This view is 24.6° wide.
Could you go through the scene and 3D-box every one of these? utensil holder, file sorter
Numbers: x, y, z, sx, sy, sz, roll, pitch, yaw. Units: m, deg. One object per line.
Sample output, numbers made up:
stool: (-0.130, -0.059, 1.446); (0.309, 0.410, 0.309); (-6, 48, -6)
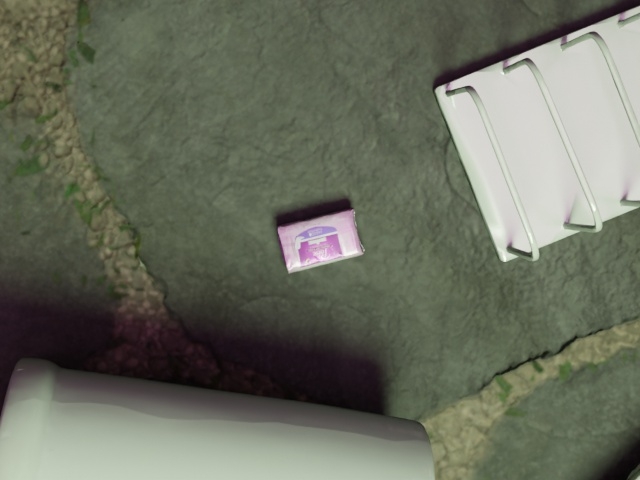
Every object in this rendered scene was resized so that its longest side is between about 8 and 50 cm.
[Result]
utensil holder: (-0.112, 0.295, 1.368); (0.385, 0.327, 0.328); (9, 93, -7)
file sorter: (0.282, -0.114, 1.437); (0.277, 0.173, 0.193); (-22, 94, -1)

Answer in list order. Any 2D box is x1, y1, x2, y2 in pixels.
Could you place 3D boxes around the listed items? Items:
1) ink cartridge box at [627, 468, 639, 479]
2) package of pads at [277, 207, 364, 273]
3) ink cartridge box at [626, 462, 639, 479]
ink cartridge box: (0.331, 0.333, 1.484); (0.218, 0.092, 0.158); (-43, 78, 5)
package of pads: (0.000, 0.000, 1.496); (0.083, 0.032, 0.050); (-14, 93, -3)
ink cartridge box: (0.391, 0.349, 1.544); (0.224, 0.056, 0.181); (38, 91, 14)
